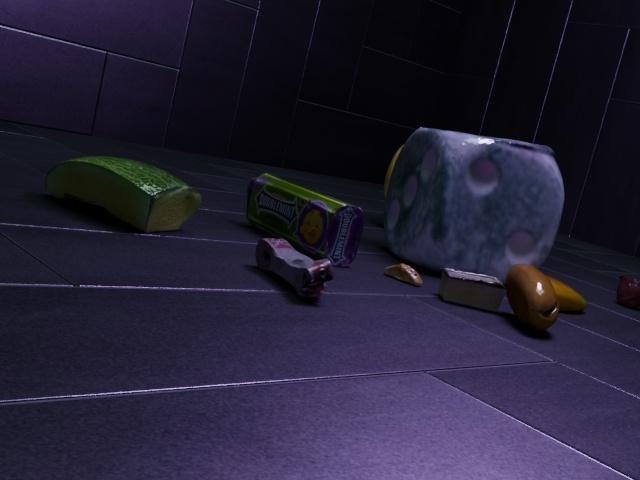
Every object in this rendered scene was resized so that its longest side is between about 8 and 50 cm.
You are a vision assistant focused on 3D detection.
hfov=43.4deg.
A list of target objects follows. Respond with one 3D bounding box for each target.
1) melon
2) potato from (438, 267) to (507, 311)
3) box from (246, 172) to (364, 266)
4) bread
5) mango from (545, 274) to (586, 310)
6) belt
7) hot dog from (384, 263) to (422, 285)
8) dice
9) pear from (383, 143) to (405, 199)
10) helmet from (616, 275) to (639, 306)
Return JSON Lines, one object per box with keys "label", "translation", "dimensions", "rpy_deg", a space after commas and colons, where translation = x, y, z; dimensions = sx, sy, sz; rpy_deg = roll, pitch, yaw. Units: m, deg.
{"label": "melon", "translation": [-0.414, -0.110, 1.603], "dimensions": [0.323, 0.124, 0.196], "rpy_deg": [19, 3, 21]}
{"label": "potato", "translation": [0.295, 0.095, 1.582], "dimensions": [0.122, 0.061, 0.086], "rpy_deg": [11, 9, -4]}
{"label": "box", "translation": [-0.046, -0.053, 1.769], "dimensions": [0.097, 0.134, 0.345], "rpy_deg": [5, 13, -35]}
{"label": "bread", "translation": [0.399, 0.106, 1.503], "dimensions": [0.077, 0.114, 0.189], "rpy_deg": [-3, 15, -6]}
{"label": "mango", "translation": [0.525, 0.120, 1.779], "dimensions": [0.187, 0.066, 0.101], "rpy_deg": [18, 6, -29]}
{"label": "belt", "translation": [-0.047, 0.046, 1.369], "dimensions": [0.053, 0.071, 0.232], "rpy_deg": [1, 10, -27]}
{"label": "hot dog", "translation": [0.173, 0.066, 1.662], "dimensions": [0.090, 0.034, 0.030], "rpy_deg": [19, 10, 38]}
{"label": "dice", "translation": [0.365, -0.094, 1.957], "dimensions": [0.330, 0.348, 0.328], "rpy_deg": [12, 7, -18]}
{"label": "pear", "translation": [0.369, -0.170, 2.491], "dimensions": [0.348, 0.348, 0.348], "rpy_deg": [13, 9, -2]}
{"label": "helmet", "translation": [0.790, 0.141, 2.055], "dimensions": [0.089, 0.057, 0.111], "rpy_deg": [48, -7, -16]}
